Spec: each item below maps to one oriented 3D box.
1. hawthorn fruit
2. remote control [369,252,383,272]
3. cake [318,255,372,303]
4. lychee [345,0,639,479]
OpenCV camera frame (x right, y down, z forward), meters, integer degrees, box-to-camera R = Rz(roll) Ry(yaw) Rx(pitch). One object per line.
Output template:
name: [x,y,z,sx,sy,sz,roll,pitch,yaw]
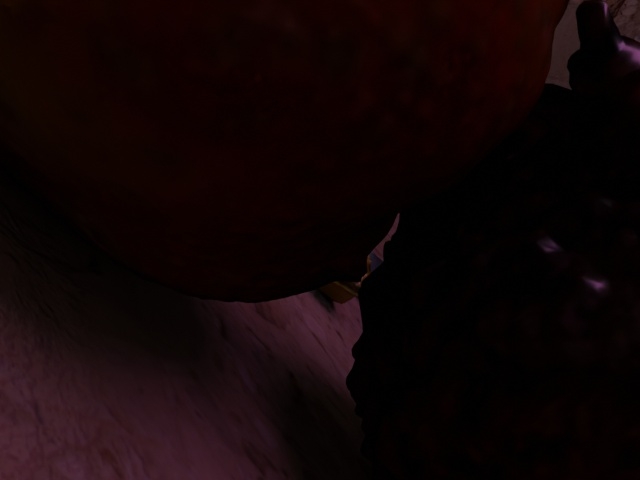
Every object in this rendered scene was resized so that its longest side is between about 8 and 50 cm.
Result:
hawthorn fruit: [-0.067,-0.174,0.526,0.403,0.403,0.403,48,10,-11]
remote control: [0.141,0.163,1.089,0.377,0.044,0.107,58,7,36]
cake: [-0.003,0.003,1.017,0.116,0.080,0.185,33,25,-19]
lychee: [0.225,0.074,0.618,0.424,0.424,0.500,-113,-172,-60]
